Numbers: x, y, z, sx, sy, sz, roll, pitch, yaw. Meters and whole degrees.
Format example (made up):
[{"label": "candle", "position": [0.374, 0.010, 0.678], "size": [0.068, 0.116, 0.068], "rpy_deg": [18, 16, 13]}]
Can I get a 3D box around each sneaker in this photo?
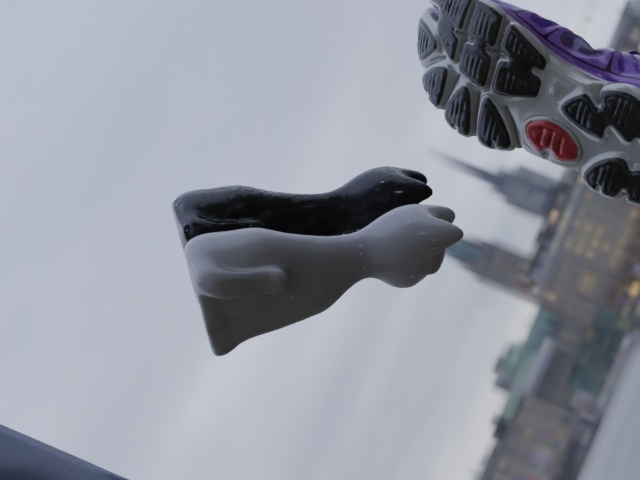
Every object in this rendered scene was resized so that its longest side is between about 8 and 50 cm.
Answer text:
[{"label": "sneaker", "position": [0.117, -0.070, 0.911], "size": [0.071, 0.170, 0.068], "rpy_deg": [-23, -42, -47]}]

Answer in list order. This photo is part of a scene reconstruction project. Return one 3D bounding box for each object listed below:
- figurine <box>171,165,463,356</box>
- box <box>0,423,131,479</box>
[{"label": "figurine", "position": [0.000, 0.000, 1.503], "size": [0.215, 0.210, 0.092], "rpy_deg": [-119, 14, -73]}, {"label": "box", "position": [-0.119, 0.179, 0.770], "size": [0.183, 0.233, 0.059], "rpy_deg": [-56, -26, -30]}]
